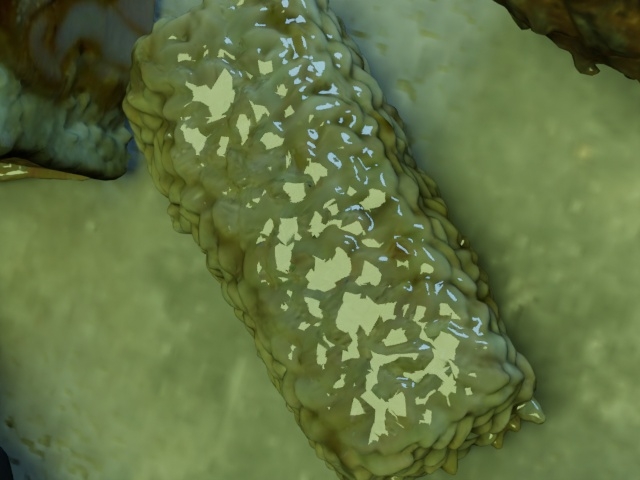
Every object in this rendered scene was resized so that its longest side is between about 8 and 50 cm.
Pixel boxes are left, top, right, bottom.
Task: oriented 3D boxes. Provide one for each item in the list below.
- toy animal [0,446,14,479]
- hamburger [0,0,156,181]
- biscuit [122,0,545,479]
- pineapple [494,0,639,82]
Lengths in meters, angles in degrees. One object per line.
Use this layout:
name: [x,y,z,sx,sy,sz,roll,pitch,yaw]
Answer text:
toy animal: [-0.245,0.143,0.605,0.343,0.106,0.168,-37,85,18]
hamburger: [-0.171,-0.093,0.579,0.208,0.155,0.135,4,83,26]
biscuit: [0.000,0.000,0.553,0.082,0.070,0.168,-29,76,5]
pineapple: [0.163,-0.068,0.480,0.248,0.128,0.128,31,96,14]
